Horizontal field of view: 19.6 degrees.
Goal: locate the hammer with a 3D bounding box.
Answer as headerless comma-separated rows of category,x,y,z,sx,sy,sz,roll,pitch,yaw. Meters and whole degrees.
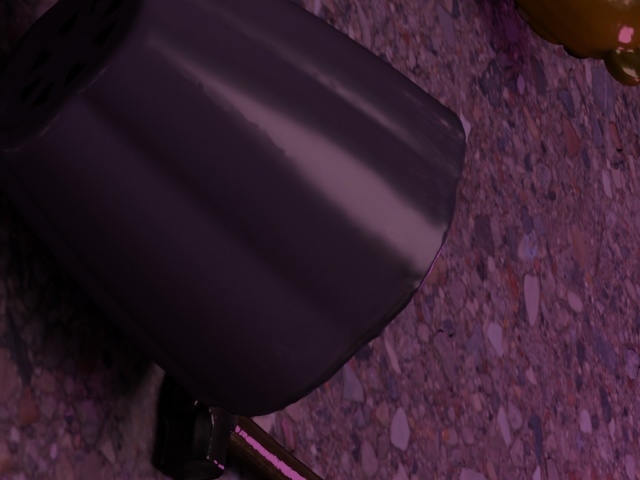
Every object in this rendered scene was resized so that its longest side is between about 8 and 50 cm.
hammer,-0.010,0.193,1.435,0.365,0.043,0.111,46,40,-47

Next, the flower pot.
flower pot,-0.081,-0.051,1.204,0.243,0.265,0.265,37,46,-28

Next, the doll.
doll,0.218,-0.393,1.970,0.348,0.161,0.423,20,59,-33
